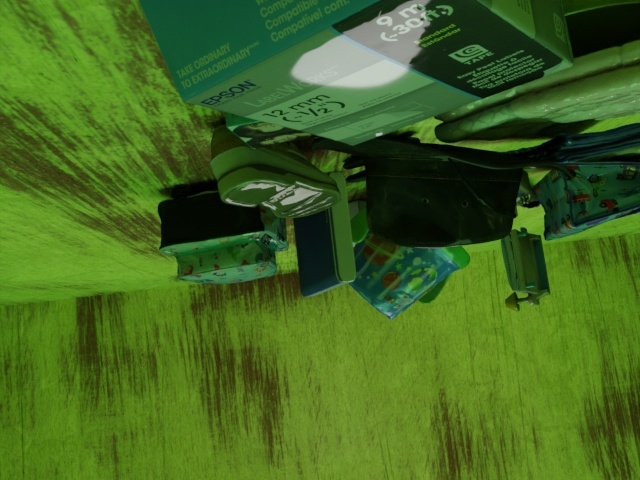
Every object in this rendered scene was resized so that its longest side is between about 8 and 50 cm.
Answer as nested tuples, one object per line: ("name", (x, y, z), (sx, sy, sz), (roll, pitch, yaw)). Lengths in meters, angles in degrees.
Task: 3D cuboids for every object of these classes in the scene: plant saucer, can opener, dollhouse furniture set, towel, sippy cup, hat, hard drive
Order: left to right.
("hard drive", (0.000, 0.000, 1.402), (0.040, 0.210, 0.318), (-4, 171, -15))
("can opener", (0.093, -0.129, 1.128), (0.073, 0.059, 0.186), (-2, 170, -31))
("sippy cup", (0.172, 0.043, 1.475), (0.224, 0.305, 0.240), (-48, -171, 3))
("hat", (0.147, -0.055, 0.853), (0.331, 0.134, 0.331), (7, -172, -1))
("dollhouse furniture set", (0.345, 0.006, 1.411), (0.198, 0.304, 0.286), (-12, 170, 27))
("towel", (0.386, -0.153, 1.041), (0.243, 0.040, 0.336), (-13, -174, -12))
("plant saucer", (0.274, -0.219, 0.734), (0.240, 0.037, 0.241), (-6, 173, -1))
("towel", (0.336, -0.167, 0.752), (0.316, 0.054, 0.331), (-9, -178, 40))

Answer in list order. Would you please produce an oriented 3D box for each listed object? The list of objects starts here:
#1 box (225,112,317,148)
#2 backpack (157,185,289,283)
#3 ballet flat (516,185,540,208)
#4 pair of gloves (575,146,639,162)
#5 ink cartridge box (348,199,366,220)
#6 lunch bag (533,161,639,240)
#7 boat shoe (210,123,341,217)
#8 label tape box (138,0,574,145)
("box", (0.016, -0.169, 0.785), (0.244, 0.060, 0.100), (-9, 171, 12))
("backpack", (-0.177, -0.011, 1.323), (0.225, 0.191, 0.253), (-10, 176, 12))
("ballet flat", (0.510, -0.102, 1.658), (0.084, 0.058, 0.250), (-10, 171, 23))
("pair of gloves", (0.657, -0.172, 1.348), (0.240, 0.042, 0.204), (4, 174, -25))
("ink cartridge box", (0.066, -0.032, 1.658), (0.212, 0.093, 0.154), (-12, 171, 41))
("lunch bag", (0.622, -0.102, 1.375), (0.293, 0.138, 0.221), (-10, 172, 4))
("boat shoe", (-0.059, -0.105, 1.017), (0.113, 0.103, 0.302), (-24, 165, 19))
("label tape box", (0.010, -0.181, 0.521), (0.249, 0.115, 0.347), (-14, 171, 39))
